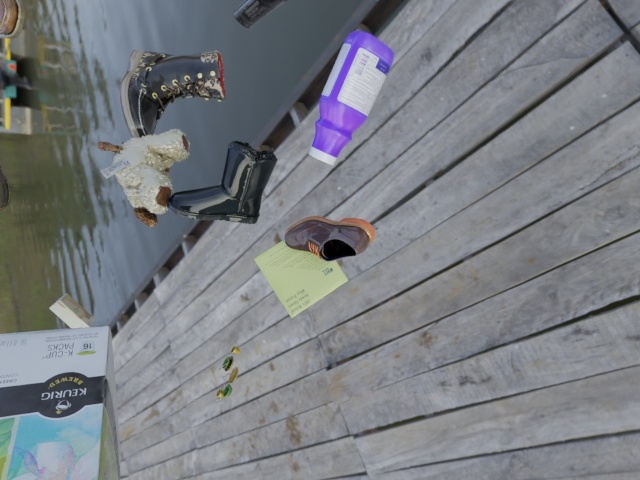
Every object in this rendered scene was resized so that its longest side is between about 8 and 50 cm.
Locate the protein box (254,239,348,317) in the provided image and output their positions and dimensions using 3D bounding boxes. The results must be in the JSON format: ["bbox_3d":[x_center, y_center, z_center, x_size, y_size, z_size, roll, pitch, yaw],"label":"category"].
[{"bbox_3d":[-0.059,0.089,1.230,0.201,0.199,0.136,57,173,2],"label":"protein box"}]

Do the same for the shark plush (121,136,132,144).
[{"bbox_3d":[-0.684,-0.331,1.473,0.073,0.067,0.161,-100,31,-50],"label":"shark plush"}]

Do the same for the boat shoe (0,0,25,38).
[{"bbox_3d":[-0.841,-0.591,1.006,0.307,0.104,0.111,34,106,26],"label":"boat shoe"}]

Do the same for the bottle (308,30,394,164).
[{"bbox_3d":[0.059,-0.313,0.930,0.092,0.118,0.283,41,111,49],"label":"bottle"}]

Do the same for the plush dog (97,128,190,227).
[{"bbox_3d":[-0.487,-0.170,1.134,0.225,0.210,0.262,115,163,-57],"label":"plush dog"}]

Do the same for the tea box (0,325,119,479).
[{"bbox_3d":[-0.351,0.332,0.459,0.323,0.220,0.329,-118,35,-45],"label":"tea box"}]

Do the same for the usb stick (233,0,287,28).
[{"bbox_3d":[-0.185,-0.716,1.244,0.278,0.077,0.045,12,73,56],"label":"usb stick"}]

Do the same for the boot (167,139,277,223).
[{"bbox_3d":[-0.247,-0.155,1.037,0.094,0.246,0.207,-120,43,-53],"label":"boot"}]

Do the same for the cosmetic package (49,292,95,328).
[{"bbox_3d":[-0.731,0.217,1.210,0.041,0.115,0.060,-38,19,-2],"label":"cosmetic package"}]

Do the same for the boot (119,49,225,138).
[{"bbox_3d":[-0.446,-0.463,1.274,0.138,0.284,0.377,92,171,-55],"label":"boot"}]

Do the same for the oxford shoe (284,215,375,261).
[{"bbox_3d":[0.000,0.000,1.044,0.271,0.098,0.097,-5,124,38],"label":"oxford shoe"}]

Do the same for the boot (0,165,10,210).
[{"bbox_3d":[-0.763,-0.179,0.919,0.106,0.082,0.219,-36,79,49],"label":"boot"}]

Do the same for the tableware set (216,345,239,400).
[{"bbox_3d":[-0.269,0.383,1.189,0.104,0.024,0.154,-34,34,41],"label":"tableware set"}]
